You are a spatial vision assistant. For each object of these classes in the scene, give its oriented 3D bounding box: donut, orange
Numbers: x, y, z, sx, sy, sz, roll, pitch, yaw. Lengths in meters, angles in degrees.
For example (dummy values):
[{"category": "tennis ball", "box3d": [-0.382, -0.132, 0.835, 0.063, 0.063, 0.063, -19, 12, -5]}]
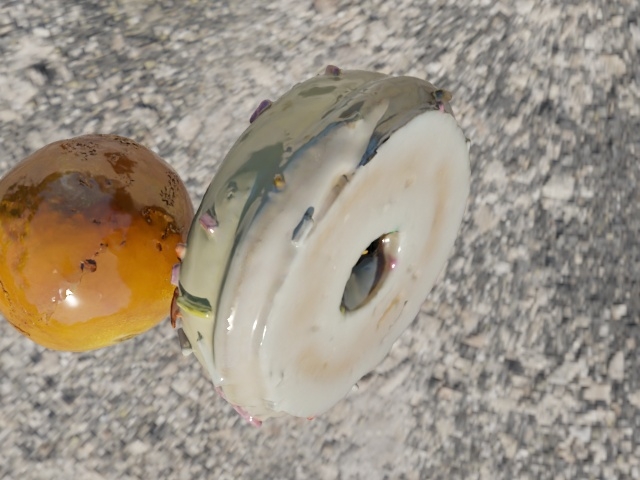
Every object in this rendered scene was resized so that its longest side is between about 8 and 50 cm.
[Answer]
[{"category": "donut", "box3d": [0.000, 0.000, 1.335, 0.142, 0.382, 0.383, 30, 111, 27]}, {"category": "orange", "box3d": [-0.247, 0.004, 1.424, 0.240, 0.240, 0.240, 3, 106, 11]}]
